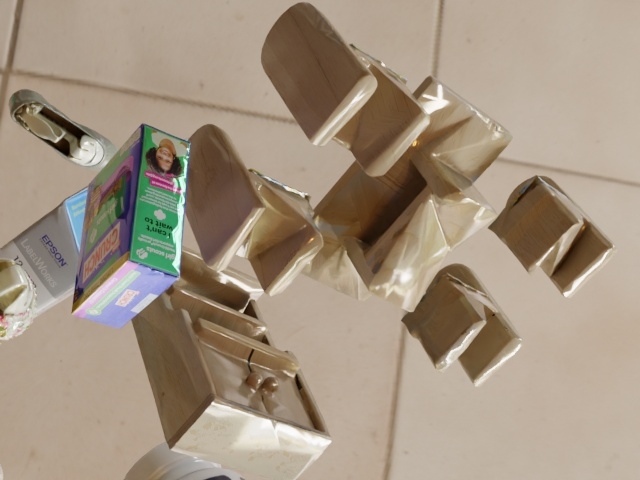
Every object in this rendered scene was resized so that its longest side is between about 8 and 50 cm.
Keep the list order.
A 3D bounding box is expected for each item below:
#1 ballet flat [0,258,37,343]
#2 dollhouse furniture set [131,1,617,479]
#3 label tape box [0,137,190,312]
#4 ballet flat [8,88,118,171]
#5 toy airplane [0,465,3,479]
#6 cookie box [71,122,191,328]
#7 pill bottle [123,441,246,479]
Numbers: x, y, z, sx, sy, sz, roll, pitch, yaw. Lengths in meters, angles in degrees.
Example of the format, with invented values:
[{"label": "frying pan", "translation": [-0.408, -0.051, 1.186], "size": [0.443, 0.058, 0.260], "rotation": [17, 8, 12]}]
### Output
[{"label": "ballet flat", "translation": [-0.319, 0.049, 0.920], "size": [0.077, 0.241, 0.091], "rotation": [-30, 81, 15]}, {"label": "dollhouse furniture set", "translation": [0.000, 0.000, 0.974], "size": [0.362, 0.256, 0.394], "rotation": [27, 113, -38]}, {"label": "label tape box", "translation": [-0.339, -0.003, 1.463], "size": [0.115, 0.347, 0.249], "rotation": [58, 30, -5]}, {"label": "ballet flat", "translation": [-0.418, -0.165, 1.632], "size": [0.213, 0.068, 0.072], "rotation": [36, 106, -30]}, {"label": "toy airplane", "translation": [-0.729, 0.452, 1.632], "size": [0.384, 0.272, 0.386], "rotation": [24, 109, 6]}, {"label": "cookie box", "translation": [-0.128, -0.008, 0.671], "size": [0.040, 0.092, 0.107], "rotation": [19, 54, -30]}, {"label": "pill bottle", "translation": [-0.114, 0.353, 1.119], "size": [0.153, 0.153, 0.264], "rotation": [-33, 48, -16]}]
